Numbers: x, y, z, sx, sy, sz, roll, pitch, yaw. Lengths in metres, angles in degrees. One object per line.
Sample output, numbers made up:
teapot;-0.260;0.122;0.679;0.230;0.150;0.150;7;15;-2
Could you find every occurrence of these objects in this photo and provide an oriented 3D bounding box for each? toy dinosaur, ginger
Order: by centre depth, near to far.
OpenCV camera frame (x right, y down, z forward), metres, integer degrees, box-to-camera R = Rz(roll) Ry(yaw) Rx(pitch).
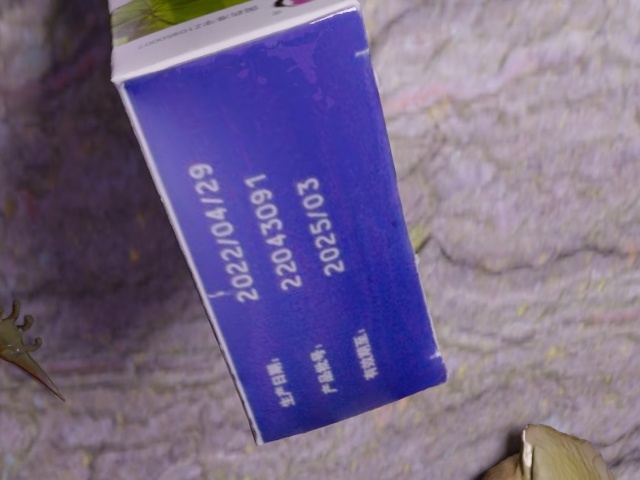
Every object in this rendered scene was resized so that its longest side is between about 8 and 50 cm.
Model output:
toy dinosaur;-0.225;0.076;0.723;0.041;0.026;0.113;-42;112;16
ginger;0.219;0.266;0.928;0.193;0.115;0.123;29;128;-35

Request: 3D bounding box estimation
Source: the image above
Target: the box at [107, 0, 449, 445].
box;-0.039;-0.066;0.539;0.107;0.299;0.200;-19;121;-4
